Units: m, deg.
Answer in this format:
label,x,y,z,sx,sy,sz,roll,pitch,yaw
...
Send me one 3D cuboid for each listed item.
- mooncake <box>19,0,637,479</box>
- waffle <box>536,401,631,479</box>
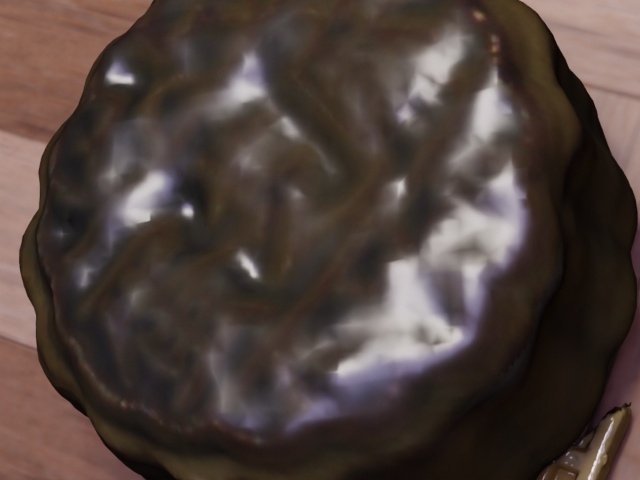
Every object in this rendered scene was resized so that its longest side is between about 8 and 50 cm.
label,x,y,z,sx,sy,sz,roll,pitch,yaw
mooncake,0.000,0.000,0.774,0.290,0.161,0.290,-8,67,20
waffle,0.081,0.134,0.786,0.097,0.023,0.153,18,81,21
